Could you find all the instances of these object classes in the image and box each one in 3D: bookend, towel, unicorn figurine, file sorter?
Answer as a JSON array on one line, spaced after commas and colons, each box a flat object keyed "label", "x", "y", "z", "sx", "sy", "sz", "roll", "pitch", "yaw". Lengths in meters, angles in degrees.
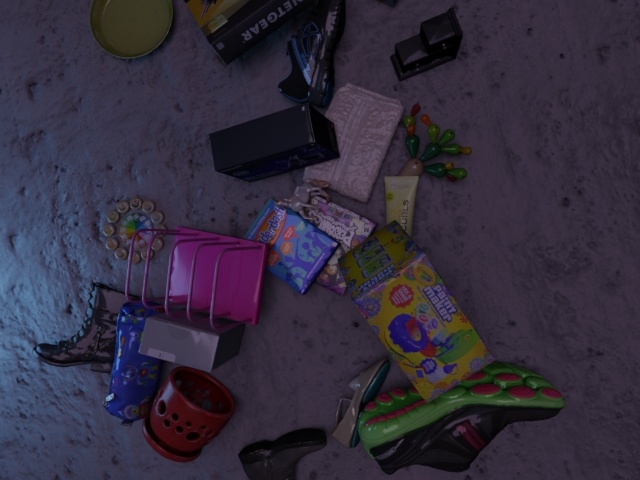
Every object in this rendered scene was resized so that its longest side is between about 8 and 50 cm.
[{"label": "bookend", "x": 0.256, "y": -0.477, "z": 1.365, "sx": 0.156, "sy": 0.157, "sz": 0.072, "roll": -21, "pitch": 85, "yaw": 5}, {"label": "towel", "x": 0.086, "y": -0.254, "z": 1.433, "sx": 0.187, "sy": 0.049, "sz": 0.282, "roll": 21, "pitch": 91, "yaw": 8}, {"label": "unicorn figurine", "x": -0.044, "y": -0.100, "z": 1.379, "sx": 0.111, "sy": 0.162, "sz": 0.060, "roll": 25, "pitch": 131, "yaw": 10}, {"label": "file sorter", "x": -0.306, "y": 0.084, "z": 1.351, "sx": 0.290, "sy": 0.182, "sz": 0.202, "roll": 10, "pitch": 95, "yaw": 28}]

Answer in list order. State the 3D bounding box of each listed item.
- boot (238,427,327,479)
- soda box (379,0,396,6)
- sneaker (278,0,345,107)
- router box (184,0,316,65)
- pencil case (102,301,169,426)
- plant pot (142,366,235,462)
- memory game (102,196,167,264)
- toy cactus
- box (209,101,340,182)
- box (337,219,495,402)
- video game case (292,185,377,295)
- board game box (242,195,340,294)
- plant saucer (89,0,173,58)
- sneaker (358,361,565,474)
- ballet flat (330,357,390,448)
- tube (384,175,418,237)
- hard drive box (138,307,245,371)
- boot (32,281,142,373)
[{"label": "boot", "x": -0.079, "y": 0.583, "z": 1.417, "sx": 0.246, "sy": 0.083, "sz": 0.161, "roll": -19, "pitch": 93, "yaw": 12}, {"label": "soda box", "x": 0.123, "y": -0.677, "z": 1.439, "sx": 0.183, "sy": 0.058, "sz": 0.063, "roll": 27, "pitch": 92, "yaw": 8}, {"label": "sneaker", "x": -0.018, "y": -0.519, "z": 1.418, "sx": 0.139, "sy": 0.125, "sz": 0.341, "roll": 11, "pitch": 88, "yaw": 9}, {"label": "router box", "x": -0.176, "y": -0.622, "z": 1.415, "sx": 0.309, "sy": 0.081, "sz": 0.243, "roll": -34, "pitch": 56, "yaw": 5}, {"label": "pencil case", "x": -0.475, "y": 0.308, "z": 1.425, "sx": 0.119, "sy": 0.133, "sz": 0.306, "roll": 18, "pitch": 99, "yaw": 42}, {"label": "plant pot", "x": -0.337, "y": 0.440, "z": 1.390, "sx": 0.191, "sy": 0.191, "sz": 0.174, "roll": 35, "pitch": 95, "yaw": 7}, {"label": "memory game", "x": -0.507, "y": -0.027, "z": 1.518, "sx": 0.186, "sy": 0.012, "sz": 0.186, "roll": 0, "pitch": 88, "yaw": 7}, {"label": "toy cactus", "x": 0.264, "y": -0.215, "z": 1.397, "sx": 0.219, "sy": 0.112, "sz": 0.180, "roll": 46, "pitch": 113, "yaw": 4}, {"label": "box", "x": -0.108, "y": -0.231, "z": 1.360, "sx": 0.261, "sy": 0.184, "sz": 0.103, "roll": -13, "pitch": 80, "yaw": 19}, {"label": "box", "x": 0.202, "y": 0.145, "z": 1.245, "sx": 0.177, "sy": 0.279, "sz": 0.290, "roll": -34, "pitch": 105, "yaw": 5}, {"label": "video game case", "x": 0.000, "y": 0.000, "z": 1.437, "sx": 0.232, "sy": 0.042, "sz": 0.210, "roll": 26, "pitch": 93, "yaw": 7}, {"label": "board game box", "x": -0.080, "y": 0.012, "z": 1.402, "sx": 0.210, "sy": 0.047, "sz": 0.160, "roll": 35, "pitch": 94, "yaw": 10}, {"label": "plant saucer", "x": -0.514, "y": -0.613, "z": 1.528, "sx": 0.241, "sy": 0.037, "sz": 0.241, "roll": 0, "pitch": 88, "yaw": 8}, {"label": "sneaker", "x": 0.335, "y": 0.430, "z": 1.332, "sx": 0.483, "sy": 0.185, "sz": 0.202, "roll": -14, "pitch": 108, "yaw": 5}, {"label": "ballet flat", "x": 0.093, "y": 0.398, "z": 1.397, "sx": 0.086, "sy": 0.086, "sz": 0.248, "roll": 23, "pitch": 92, "yaw": 7}, {"label": "tube", "x": 0.196, "y": -0.043, "z": 1.398, "sx": 0.070, "sy": 0.062, "sz": 0.240, "roll": 3, "pitch": 91, "yaw": -11}, {"label": "hard drive box", "x": -0.308, "y": 0.238, "z": 1.372, "sx": 0.181, "sy": 0.232, "sz": 0.089, "roll": 13, "pitch": 89, "yaw": 8}, {"label": "boot", "x": -0.620, "y": 0.225, "z": 1.491, "sx": 0.263, "sy": 0.091, "sz": 0.229, "roll": 9, "pitch": 88, "yaw": -2}]
